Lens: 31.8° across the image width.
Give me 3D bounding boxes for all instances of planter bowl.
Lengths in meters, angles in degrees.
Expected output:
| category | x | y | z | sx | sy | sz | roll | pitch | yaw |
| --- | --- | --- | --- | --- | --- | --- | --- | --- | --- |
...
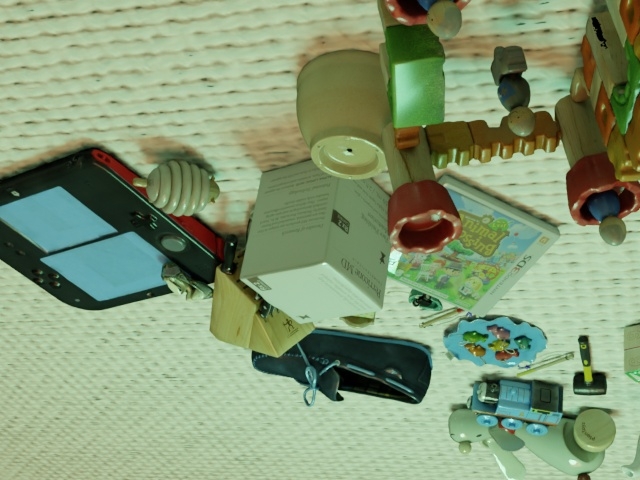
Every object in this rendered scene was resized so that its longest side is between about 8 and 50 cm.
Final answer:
| category | x | y | z | sx | sy | sz | roll | pitch | yaw |
| --- | --- | --- | --- | --- | --- | --- | --- | --- | --- |
| planter bowl | 0.042 | -0.145 | 1.416 | 0.162 | 0.109 | 0.162 | 7 | 151 | 4 |

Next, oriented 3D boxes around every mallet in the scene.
| category | x | y | z | sx | sy | sz | roll | pitch | yaw |
| --- | --- | --- | --- | --- | --- | --- | --- | --- | --- |
| mallet | 0.488 | 0.226 | 2.017 | 0.062 | 0.039 | 0.189 | 2 | 146 | 11 |

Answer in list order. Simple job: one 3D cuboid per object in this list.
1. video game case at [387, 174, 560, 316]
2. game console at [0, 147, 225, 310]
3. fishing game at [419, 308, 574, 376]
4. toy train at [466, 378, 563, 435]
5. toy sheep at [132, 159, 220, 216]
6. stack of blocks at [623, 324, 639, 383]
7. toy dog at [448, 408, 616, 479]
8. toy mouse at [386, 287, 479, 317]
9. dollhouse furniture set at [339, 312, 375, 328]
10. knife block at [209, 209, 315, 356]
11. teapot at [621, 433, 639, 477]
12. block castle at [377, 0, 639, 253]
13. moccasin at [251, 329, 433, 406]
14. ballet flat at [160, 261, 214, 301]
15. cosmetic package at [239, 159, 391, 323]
| category | x | y | z | sx | sy | sz | roll | pitch | yaw |
| --- | --- | --- | --- | --- | --- | --- | --- | --- | --- |
| video game case | 0.213 | 0.014 | 1.661 | 0.212 | 0.023 | 0.193 | 23 | 125 | -23 |
| game console | -0.378 | -0.003 | 1.833 | 0.387 | 0.060 | 0.342 | -15 | 143 | 35 |
| fishing game | 0.307 | 0.190 | 1.998 | 0.264 | 0.041 | 0.189 | 31 | 141 | -32 |
| toy train | 0.377 | 0.314 | 2.161 | 0.184 | 0.080 | 0.105 | 10 | 141 | 3 |
| toy sheep | -0.209 | -0.076 | 1.633 | 0.132 | 0.091 | 0.091 | 1 | 155 | -25 |
| stack of blocks | 0.643 | 0.166 | 1.811 | 0.297 | 0.087 | 0.171 | -18 | 140 | 39 |
| toy dog | 0.431 | 0.431 | 2.258 | 0.334 | 0.160 | 0.220 | -7 | 146 | 27 |
| toy mouse | 0.180 | 0.076 | 1.841 | 0.143 | 0.031 | 0.161 | 0 | 149 | 16 |
| dollhouse furniture set | 0.019 | 0.048 | 1.765 | 0.161 | 0.101 | 0.182 | 8 | 150 | 1 |
| knife block | -0.120 | 0.061 | 1.816 | 0.276 | 0.088 | 0.242 | 8 | 127 | 54 |
| teapot | 0.729 | 0.394 | 2.086 | 0.256 | 0.187 | 0.252 | -17 | 141 | 37 |
| block castle | 0.210 | -0.164 | 1.150 | 0.303 | 0.212 | 0.453 | -8 | 145 | -2 |
| moccasin | 0.032 | 0.239 | 2.078 | 0.342 | 0.116 | 0.137 | 1 | 149 | 15 |
| ballet flat | -0.218 | 0.077 | 1.832 | 0.041 | 0.041 | 0.114 | -17 | 139 | 38 |
| cosmetic package | 0.000 | 0.000 | 1.604 | 0.152 | 0.183 | 0.151 | -13 | 144 | 34 |
